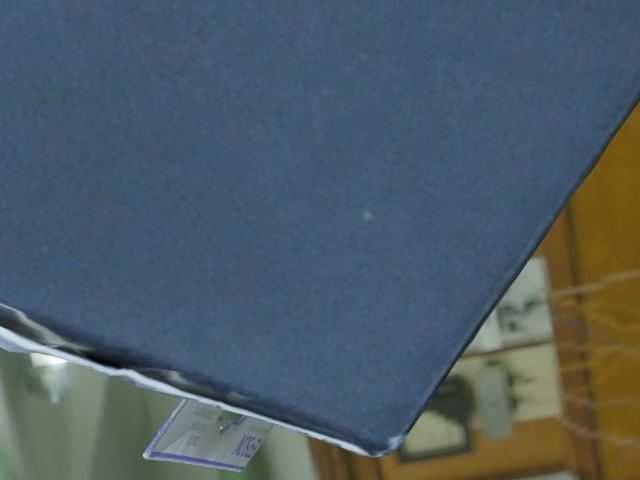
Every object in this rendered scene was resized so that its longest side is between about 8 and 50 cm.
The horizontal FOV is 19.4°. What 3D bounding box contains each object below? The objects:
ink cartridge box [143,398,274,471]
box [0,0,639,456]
[{"bbox_3d":[0.000,0.000,0.765,0.045,0.208,0.206,37,177,11],"label":"ink cartridge box"},{"bbox_3d":[-0.037,-0.296,0.481,0.480,0.297,0.472,-57,28,20],"label":"box"}]
